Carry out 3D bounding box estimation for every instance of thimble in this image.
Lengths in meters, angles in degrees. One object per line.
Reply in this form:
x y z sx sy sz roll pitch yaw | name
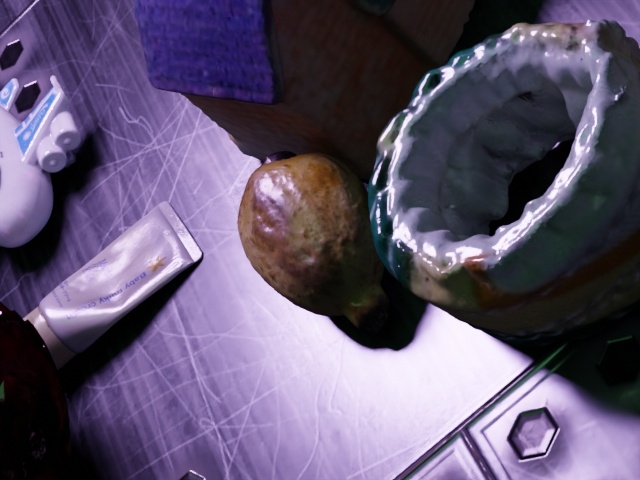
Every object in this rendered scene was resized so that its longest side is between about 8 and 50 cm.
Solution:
0.187 -0.054 1.368 0.288 0.167 0.254 -48 45 8 | thimble

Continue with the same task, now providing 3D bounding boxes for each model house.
-0.024 -0.260 1.591 0.245 0.280 0.312 17 76 45 | model house

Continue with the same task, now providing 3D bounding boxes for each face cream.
-0.238 0.053 1.750 0.224 0.070 0.114 -40 45 2 | face cream

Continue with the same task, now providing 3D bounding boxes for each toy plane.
-0.401 -0.096 1.930 0.267 0.122 0.267 -18 57 31 | toy plane

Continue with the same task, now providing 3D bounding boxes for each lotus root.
0.000 0.000 1.533 0.138 0.138 0.214 -46 56 9 | lotus root

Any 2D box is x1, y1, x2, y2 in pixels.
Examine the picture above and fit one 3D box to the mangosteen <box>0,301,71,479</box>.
-0.451 0.226 1.609 0.421 0.381 0.381 -40 43 38 | mangosteen
